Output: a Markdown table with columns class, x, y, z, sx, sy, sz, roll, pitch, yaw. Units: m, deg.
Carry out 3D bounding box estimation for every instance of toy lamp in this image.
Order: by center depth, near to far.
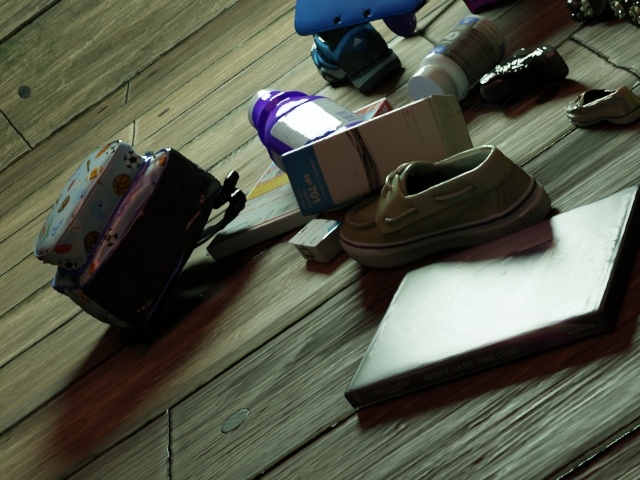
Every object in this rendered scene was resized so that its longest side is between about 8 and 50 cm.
| class | x | y | z | sx | sy | sz | roll | pitch | yaw |
| --- | --- | --- | --- | --- | --- | --- | --- | --- | --- |
| toy lamp | 0.217 | -0.454 | 2.285 | 0.275 | 0.080 | 0.080 | -47 | 21 | -20 |

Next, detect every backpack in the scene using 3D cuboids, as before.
| class | x | y | z | sx | sy | sz | roll | pitch | yaw |
| --- | --- | --- | --- | --- | --- | --- | --- | --- | --- |
| backpack | -0.273 | -0.003 | 1.856 | 0.276 | 0.213 | 0.263 | -56 | 11 | -18 |

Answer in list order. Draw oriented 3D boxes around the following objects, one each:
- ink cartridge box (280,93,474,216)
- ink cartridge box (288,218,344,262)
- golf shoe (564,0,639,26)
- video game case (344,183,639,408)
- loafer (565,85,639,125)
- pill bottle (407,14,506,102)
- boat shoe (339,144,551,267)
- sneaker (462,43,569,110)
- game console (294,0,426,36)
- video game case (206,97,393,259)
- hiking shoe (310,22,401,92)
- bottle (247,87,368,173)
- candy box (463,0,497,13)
| class | x | y | z | sx | sy | sz | roll | pitch | yaw |
| --- | --- | --- | --- | --- | --- | --- | --- | --- | --- |
| ink cartridge box | 0.070 | -0.099 | 1.569 | 0.190 | 0.082 | 0.139 | -19 | -1 | 20 |
| ink cartridge box | 0.000 | 0.000 | 1.641 | 0.048 | 0.028 | 0.083 | -42 | 19 | -17 |
| golf shoe | 0.387 | -0.335 | 1.653 | 0.120 | 0.105 | 0.273 | -31 | 18 | -7 |
| video game case | 0.162 | 0.053 | 1.232 | 0.274 | 0.026 | 0.196 | -22 | 23 | 35 |
| loafer | 0.302 | -0.150 | 1.446 | 0.045 | 0.039 | 0.125 | -42 | 19 | -15 |
| pill bottle | 0.183 | -0.235 | 1.807 | 0.137 | 0.078 | 0.078 | -46 | 21 | -28 |
| boat shoe | 0.117 | -0.044 | 1.434 | 0.302 | 0.094 | 0.109 | -12 | 30 | 52 |
| sneaker | 0.239 | -0.197 | 1.664 | 0.089 | 0.051 | 0.170 | -38 | 14 | -6 |
| game console | 0.113 | -0.443 | 2.049 | 0.250 | 0.173 | 0.293 | -28 | 17 | -39 |
| video game case | -0.027 | -0.090 | 1.914 | 0.204 | 0.025 | 0.285 | -21 | 24 | 40 |
| hiking shoe | 0.041 | -0.334 | 2.215 | 0.113 | 0.132 | 0.304 | -38 | 19 | -7 |
| bottle | -0.014 | -0.139 | 1.806 | 0.118 | 0.092 | 0.283 | -30 | 31 | -15 |
| candy box | 0.293 | -0.474 | 2.063 | 0.233 | 0.159 | 0.071 | -27 | 22 | 28 |
